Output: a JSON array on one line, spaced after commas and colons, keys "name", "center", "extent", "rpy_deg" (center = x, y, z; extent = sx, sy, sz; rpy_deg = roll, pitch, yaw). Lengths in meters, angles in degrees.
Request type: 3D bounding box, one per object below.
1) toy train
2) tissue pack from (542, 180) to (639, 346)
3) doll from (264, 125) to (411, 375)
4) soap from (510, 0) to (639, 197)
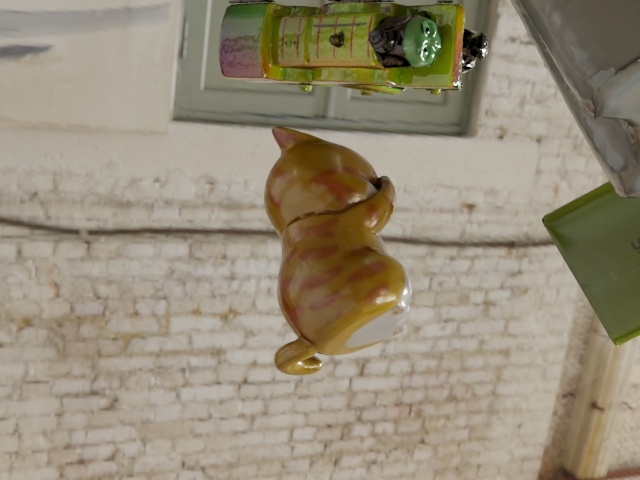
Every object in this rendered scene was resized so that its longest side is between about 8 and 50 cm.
[{"name": "toy train", "center": [0.032, -0.212, 1.000], "extent": [0.296, 0.100, 0.161], "rpy_deg": [9, -172, 39]}, {"name": "tissue pack", "center": [0.473, -0.015, 1.211], "extent": [0.275, 0.200, 0.167], "rpy_deg": [-32, 171, 25]}, {"name": "doll", "center": [0.018, 0.008, 1.072], "extent": [0.162, 0.269, 0.166], "rpy_deg": [-3, 154, -4]}, {"name": "soap", "center": [0.324, -0.300, 0.805], "extent": [0.350, 0.213, 0.435], "rpy_deg": [-24, -125, 16]}]
